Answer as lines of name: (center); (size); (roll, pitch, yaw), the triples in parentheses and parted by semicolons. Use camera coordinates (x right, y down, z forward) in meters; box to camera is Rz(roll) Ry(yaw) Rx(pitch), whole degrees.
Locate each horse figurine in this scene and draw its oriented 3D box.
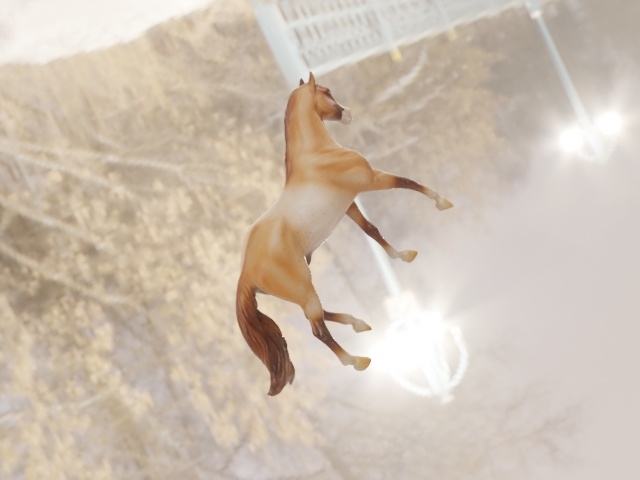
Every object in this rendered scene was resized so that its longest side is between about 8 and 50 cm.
horse figurine: (0.000, 0.000, 1.080); (0.263, 0.174, 0.066); (-60, -163, -20)
